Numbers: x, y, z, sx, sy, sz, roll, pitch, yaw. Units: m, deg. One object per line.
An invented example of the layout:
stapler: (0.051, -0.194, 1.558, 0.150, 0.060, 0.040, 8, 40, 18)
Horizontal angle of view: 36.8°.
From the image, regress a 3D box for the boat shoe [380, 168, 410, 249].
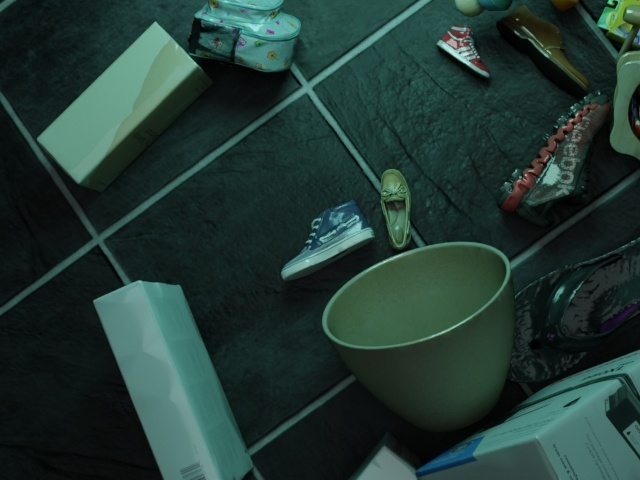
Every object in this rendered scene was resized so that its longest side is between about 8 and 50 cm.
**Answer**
boat shoe: (0.141, -0.058, 1.785, 0.056, 0.048, 0.153, -3, 86, 6)

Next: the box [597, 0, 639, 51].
box: (0.607, -0.396, 1.765, 0.179, 0.043, 0.105, 27, 89, 5)

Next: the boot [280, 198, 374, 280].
boot: (0.000, 0.000, 1.793, 0.190, 0.069, 0.086, -26, 77, -5)

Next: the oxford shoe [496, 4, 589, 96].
oxford shoe: (0.425, -0.352, 1.767, 0.076, 0.076, 0.212, -42, 83, -8)

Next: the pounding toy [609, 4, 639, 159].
pounding toy: (0.602, -0.281, 1.709, 0.154, 0.155, 0.270, 6, 116, 13)

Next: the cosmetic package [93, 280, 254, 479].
cosmetic package: (-0.247, 0.261, 1.685, 0.097, 0.284, 0.377, -24, 83, 5)

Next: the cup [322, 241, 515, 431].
cup: (0.197, 0.185, 1.654, 0.331, 0.331, 0.237, -21, 111, 4)

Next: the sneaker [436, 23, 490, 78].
sneaker: (0.281, -0.357, 1.795, 0.118, 0.042, 0.067, 38, 94, 9)

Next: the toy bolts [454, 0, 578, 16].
toy bolts: (0.343, -0.468, 1.744, 0.158, 0.228, 0.218, -18, 118, 38)

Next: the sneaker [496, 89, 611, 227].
sneaker: (0.446, -0.138, 1.735, 0.135, 0.097, 0.276, 39, 93, 8)

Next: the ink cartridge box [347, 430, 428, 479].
ink cartridge box: (0.159, 0.500, 1.668, 0.270, 0.198, 0.197, 38, 91, 7)

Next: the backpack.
backpack: (-0.129, -0.390, 1.774, 0.188, 0.166, 0.144, 22, 119, 1)

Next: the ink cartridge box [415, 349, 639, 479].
ink cartridge box: (0.393, 0.330, 1.523, 0.394, 0.285, 0.166, -21, 81, -40)

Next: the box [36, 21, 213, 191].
box: (-0.363, -0.245, 1.804, 0.311, 0.148, 0.121, -45, 83, 3)

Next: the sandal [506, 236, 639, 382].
sandal: (0.496, 0.100, 1.707, 0.445, 0.107, 0.168, -32, 83, 3)
